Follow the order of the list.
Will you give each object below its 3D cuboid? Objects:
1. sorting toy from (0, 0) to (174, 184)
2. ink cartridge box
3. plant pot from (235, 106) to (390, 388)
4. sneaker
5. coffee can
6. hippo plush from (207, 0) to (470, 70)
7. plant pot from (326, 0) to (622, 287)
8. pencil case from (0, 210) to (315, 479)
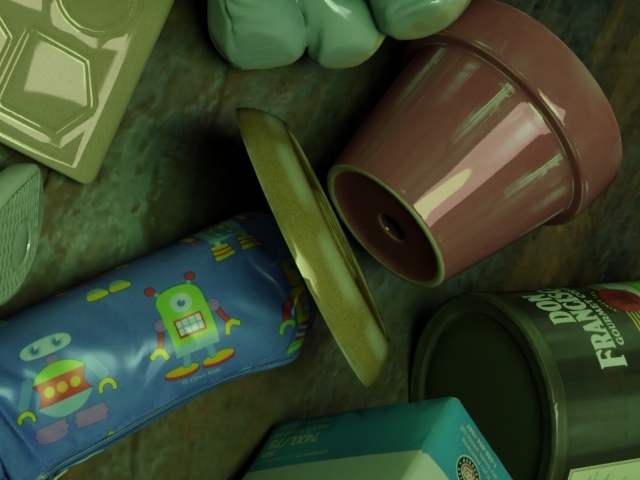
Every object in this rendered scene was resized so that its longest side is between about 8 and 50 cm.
[{"bbox_3d":[-0.220,-0.168,1.159,0.208,0.038,0.193,29,77,-32],"label":"sorting toy"},{"bbox_3d":[0.024,0.289,1.168,0.198,0.197,0.270,56,45,-21],"label":"ink cartridge box"},{"bbox_3d":[0.000,0.000,1.182,0.032,0.236,0.236,-25,105,4],"label":"plant pot"},{"bbox_3d":[-0.300,0.012,1.080,0.256,0.151,0.094,-60,158,-50],"label":"sneaker"},{"bbox_3d":[0.245,0.135,1.341,0.275,0.201,0.201,-4,93,-31],"label":"coffee can"},{"bbox_3d":[-0.025,-0.282,1.199,0.294,0.234,0.236,4,65,-21],"label":"hippo plush"},{"bbox_3d":[0.112,-0.066,1.259,0.180,0.201,0.201,-41,111,-21],"label":"plant pot"},{"bbox_3d":[-0.146,0.086,1.155,0.306,0.119,0.133,-26,80,-27],"label":"pencil case"}]
